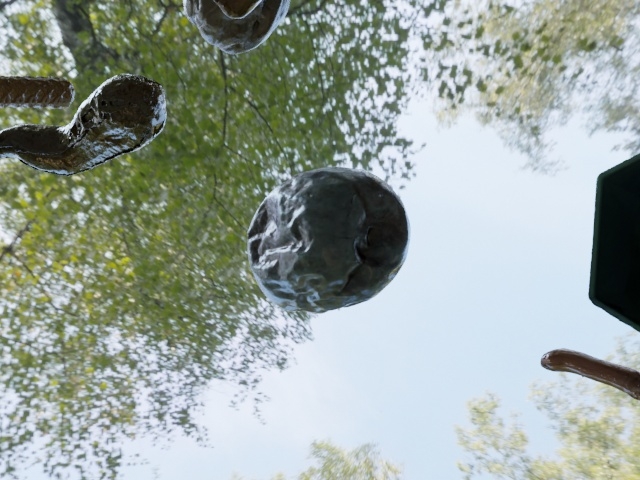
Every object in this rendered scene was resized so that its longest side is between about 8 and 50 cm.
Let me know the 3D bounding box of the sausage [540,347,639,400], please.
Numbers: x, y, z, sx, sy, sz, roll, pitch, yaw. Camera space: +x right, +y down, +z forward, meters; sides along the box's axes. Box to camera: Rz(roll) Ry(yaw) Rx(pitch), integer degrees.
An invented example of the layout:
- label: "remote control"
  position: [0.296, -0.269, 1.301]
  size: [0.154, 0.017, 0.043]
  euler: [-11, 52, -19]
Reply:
- label: "sausage"
  position: [0.413, 0.196, 1.079]
  size: [0.186, 0.043, 0.043]
  euler: [14, -106, 53]

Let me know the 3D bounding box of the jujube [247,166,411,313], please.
- label: "jujube"
  position: [0.007, 0.004, 1.240]
  size: [0.215, 0.308, 0.246]
  euler: [5, -96, -34]

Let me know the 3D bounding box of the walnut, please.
- label: "walnut"
  position: [-0.159, -0.488, 1.431]
  size: [0.224, 0.224, 0.224]
  euler: [-1, -103, 5]

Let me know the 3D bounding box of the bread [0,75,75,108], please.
- label: "bread"
  position: [-0.453, -0.229, 1.115]
  size: [0.044, 0.157, 0.052]
  euler: [47, -55, 26]

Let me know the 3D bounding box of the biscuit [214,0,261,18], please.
- label: "biscuit"
  position: [-0.106, -0.499, 1.048]
  size: [0.237, 0.062, 0.291]
  euler: [45, -63, -7]

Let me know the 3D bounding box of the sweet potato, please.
- label: "sweet potato"
  position: [-0.240, -0.112, 0.740]
  size: [0.233, 0.081, 0.062]
  euler: [-13, -134, 32]

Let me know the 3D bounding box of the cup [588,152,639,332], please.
- label: "cup"
  position: [0.279, 0.025, 0.479]
  size: [0.134, 0.236, 0.148]
  euler: [5, -100, 36]
